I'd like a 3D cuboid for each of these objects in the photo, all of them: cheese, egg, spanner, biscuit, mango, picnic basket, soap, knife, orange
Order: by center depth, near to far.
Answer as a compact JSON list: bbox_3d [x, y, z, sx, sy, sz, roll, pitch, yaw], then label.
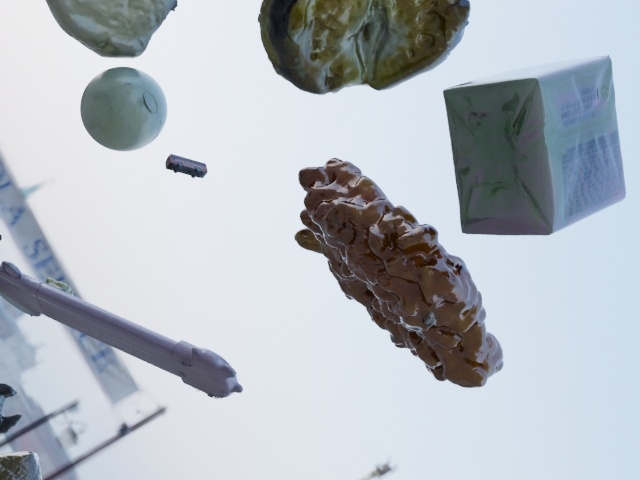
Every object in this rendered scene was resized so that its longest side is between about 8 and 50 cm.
[{"bbox_3d":[0.256,-0.111,1.259,0.138,0.199,0.182,-2,-77,41],"label":"soap"},{"bbox_3d":[-0.261,0.103,1.306,0.399,0.038,0.132,22,-27,23],"label":"knife"},{"bbox_3d":[0.109,0.054,1.481,0.318,0.110,0.312,40,-15,45],"label":"biscuit"},{"bbox_3d":[-0.614,0.351,1.718,0.087,0.316,0.024,46,-10,31],"label":"spanner"},{"bbox_3d":[0.065,-0.407,1.906,0.210,0.369,0.270,-110,-159,-52],"label":"orange"},{"bbox_3d":[-0.666,0.547,2.294,0.128,0.138,0.178,131,-45,-73],"label":"picnic basket"},{"bbox_3d":[-0.434,-0.289,2.350,0.253,0.187,0.186,9,-55,63],"label":"egg"},{"bbox_3d":[-0.465,-0.569,2.392,0.115,0.318,0.326,12,-59,64],"label":"cheese"},{"bbox_3d":[0.000,0.000,2.480,0.077,0.127,0.063,78,17,-82],"label":"mango"}]

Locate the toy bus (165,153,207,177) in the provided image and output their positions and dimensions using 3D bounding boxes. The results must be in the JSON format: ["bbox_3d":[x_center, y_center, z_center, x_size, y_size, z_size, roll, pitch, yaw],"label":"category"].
[{"bbox_3d":[-0.339,-0.188,2.697,0.031,0.110,0.043,-45,-137,37],"label":"toy bus"}]

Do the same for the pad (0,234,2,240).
[{"bbox_3d":[-0.740,-0.023,1.866,0.330,0.220,0.004,34,-32,27],"label":"pad"}]
